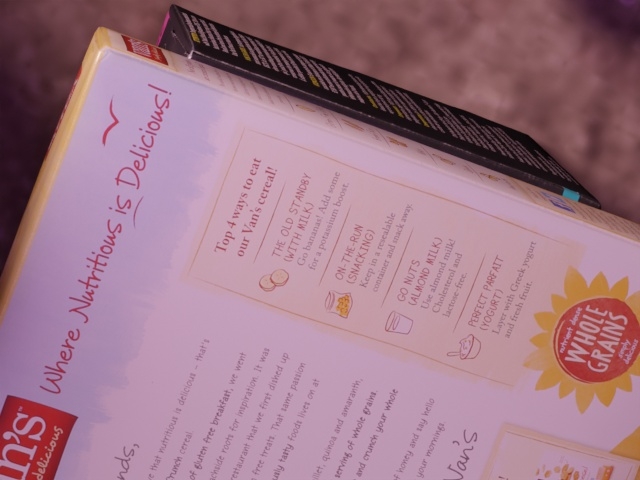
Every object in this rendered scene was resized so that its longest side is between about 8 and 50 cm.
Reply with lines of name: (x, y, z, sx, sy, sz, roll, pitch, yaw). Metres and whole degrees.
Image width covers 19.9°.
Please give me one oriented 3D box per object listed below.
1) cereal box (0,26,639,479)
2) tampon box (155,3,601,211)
cereal box: (0.006, 0.049, 0.622, 0.240, 0.047, 0.173, 20, 103, -13)
tampon box: (0.000, 0.000, 0.686, 0.161, 0.101, 0.120, 20, 102, -14)
